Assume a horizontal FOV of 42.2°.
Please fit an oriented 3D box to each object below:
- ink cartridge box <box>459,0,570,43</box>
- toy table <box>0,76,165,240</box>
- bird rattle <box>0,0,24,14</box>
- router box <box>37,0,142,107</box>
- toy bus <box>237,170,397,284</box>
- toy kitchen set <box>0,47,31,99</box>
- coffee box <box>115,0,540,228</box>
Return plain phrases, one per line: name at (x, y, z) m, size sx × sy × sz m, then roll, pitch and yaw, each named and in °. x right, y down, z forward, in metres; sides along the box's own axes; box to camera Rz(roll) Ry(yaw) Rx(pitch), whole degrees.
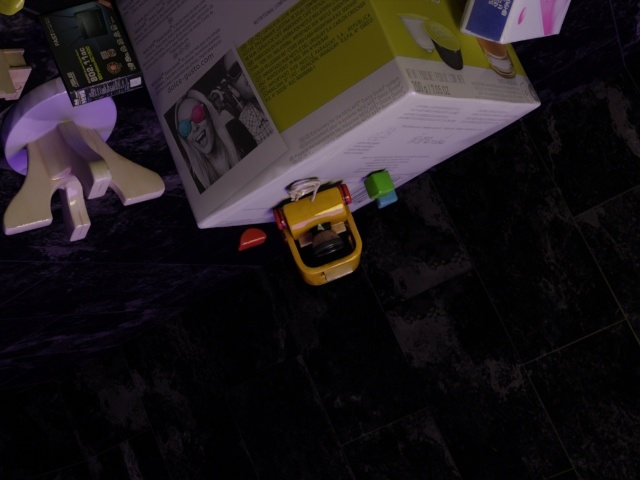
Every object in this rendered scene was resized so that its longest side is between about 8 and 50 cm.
ink cartridge box at (0.301, -0.412, 1.010) m, size 0.330 × 0.071 × 0.324 m, roll -27°, pitch 138°, yaw -54°
toy table at (-0.386, -0.115, 1.287) m, size 0.252 × 0.160 × 0.274 m, roll -20°, pitch 168°, yaw -18°
bird rattle at (-0.280, -0.297, 0.667) m, size 0.207 × 0.143 × 0.253 m, roll 36°, pitch 103°, yaw -29°
router box at (-0.288, -0.236, 1.040) m, size 0.092 × 0.122 × 0.038 m, roll -22°, pitch 163°, yaw -17°
toy bus at (0.005, 0.000, 1.074) m, size 0.202 × 0.104 × 0.191 m, roll -11°, pitch 165°, yaw -46°
toy kitchen set at (-0.422, -0.198, 1.073) m, size 0.083 × 0.068 × 0.075 m, roll -14°, pitch 164°, yaw -38°
coffee box at (0.010, -0.243, 1.070) m, size 0.338 × 0.334 × 0.338 m, roll -29°, pitch 168°, yaw 35°
